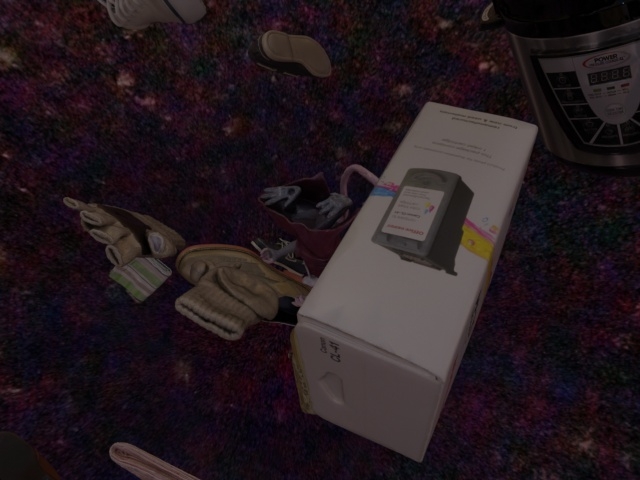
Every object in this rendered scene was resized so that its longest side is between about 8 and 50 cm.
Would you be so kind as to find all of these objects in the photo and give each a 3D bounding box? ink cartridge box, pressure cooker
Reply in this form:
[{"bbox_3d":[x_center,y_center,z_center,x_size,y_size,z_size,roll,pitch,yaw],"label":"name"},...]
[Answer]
[{"bbox_3d":[0.110,0.038,0.512,0.131,0.226,0.306,18,55,20],"label":"ink cartridge box"},{"bbox_3d":[0.482,-0.359,0.756,0.369,0.375,0.420,-32,123,5],"label":"pressure cooker"}]

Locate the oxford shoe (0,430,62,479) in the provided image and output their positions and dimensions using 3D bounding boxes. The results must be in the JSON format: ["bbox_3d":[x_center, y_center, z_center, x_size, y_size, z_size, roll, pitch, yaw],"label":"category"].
[{"bbox_3d":[-0.645,0.491,1.055,0.076,0.076,0.212,-32,115,-20],"label":"oxford shoe"}]

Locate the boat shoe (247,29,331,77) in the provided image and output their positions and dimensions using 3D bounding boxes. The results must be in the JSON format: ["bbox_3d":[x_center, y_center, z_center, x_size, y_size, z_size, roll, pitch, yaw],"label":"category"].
[{"bbox_3d":[-0.057,-0.362,0.957,0.065,0.206,0.075,-9,89,38],"label":"boat shoe"}]

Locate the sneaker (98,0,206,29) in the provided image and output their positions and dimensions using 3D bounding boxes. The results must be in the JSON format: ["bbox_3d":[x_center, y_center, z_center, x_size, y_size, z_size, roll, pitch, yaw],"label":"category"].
[{"bbox_3d":[-0.180,-0.253,0.492,0.091,0.258,0.094,-30,115,-5],"label":"sneaker"}]

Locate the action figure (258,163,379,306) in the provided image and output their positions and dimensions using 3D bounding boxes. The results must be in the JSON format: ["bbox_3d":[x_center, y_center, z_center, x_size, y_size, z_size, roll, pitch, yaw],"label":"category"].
[{"bbox_3d":[0.000,0.000,1.123,0.275,0.370,0.248,-33,53,-10],"label":"action figure"}]

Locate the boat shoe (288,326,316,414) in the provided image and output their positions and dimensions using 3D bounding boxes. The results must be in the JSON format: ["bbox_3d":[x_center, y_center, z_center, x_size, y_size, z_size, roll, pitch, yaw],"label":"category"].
[{"bbox_3d":[-0.050,0.393,1.455,0.089,0.104,0.285,-12,92,30],"label":"boat shoe"}]

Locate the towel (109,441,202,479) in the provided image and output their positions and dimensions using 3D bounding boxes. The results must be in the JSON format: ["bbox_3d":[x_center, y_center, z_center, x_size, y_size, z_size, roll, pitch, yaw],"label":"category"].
[{"bbox_3d":[-0.309,0.610,1.154,0.316,0.332,0.053,6,49,33],"label":"towel"}]

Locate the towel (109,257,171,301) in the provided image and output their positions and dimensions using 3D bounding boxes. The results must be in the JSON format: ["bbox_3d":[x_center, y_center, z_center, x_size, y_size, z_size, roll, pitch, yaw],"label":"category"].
[{"bbox_3d":[-0.437,0.081,1.162,0.113,0.023,0.152,44,124,-12],"label":"towel"}]

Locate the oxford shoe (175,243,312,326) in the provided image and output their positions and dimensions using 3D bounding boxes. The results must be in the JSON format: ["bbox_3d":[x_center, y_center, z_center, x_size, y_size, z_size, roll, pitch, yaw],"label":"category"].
[{"bbox_3d":[-0.179,0.121,1.252,0.396,0.146,0.141,19,112,-23],"label":"oxford shoe"}]

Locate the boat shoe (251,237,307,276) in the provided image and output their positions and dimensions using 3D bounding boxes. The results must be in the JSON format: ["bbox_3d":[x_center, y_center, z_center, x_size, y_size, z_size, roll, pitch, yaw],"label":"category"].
[{"bbox_3d":[-0.119,0.044,1.572,0.079,0.095,0.254,-48,131,8],"label":"boat shoe"}]

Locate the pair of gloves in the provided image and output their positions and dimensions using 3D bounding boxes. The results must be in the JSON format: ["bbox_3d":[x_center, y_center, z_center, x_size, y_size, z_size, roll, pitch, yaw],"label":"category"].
[{"bbox_3d":[-0.156,0.024,0.565,0.240,0.204,0.042,33,95,8],"label":"pair of gloves"}]
